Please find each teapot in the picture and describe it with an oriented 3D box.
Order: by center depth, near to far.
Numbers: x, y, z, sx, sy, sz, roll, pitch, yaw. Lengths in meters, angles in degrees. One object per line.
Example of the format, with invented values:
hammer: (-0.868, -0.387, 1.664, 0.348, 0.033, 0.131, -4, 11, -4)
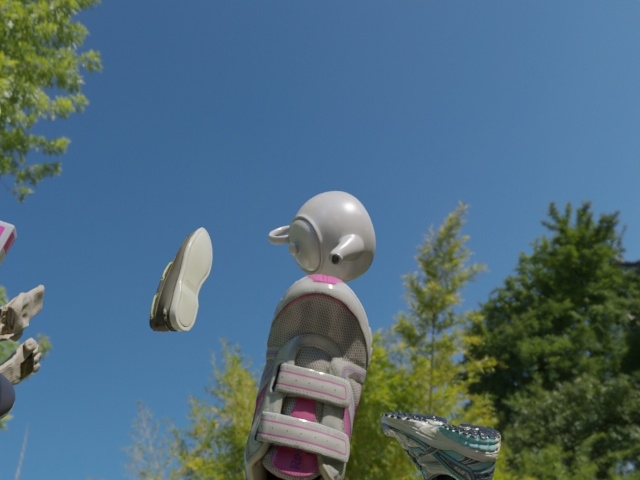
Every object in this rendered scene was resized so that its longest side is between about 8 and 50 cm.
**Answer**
teapot: (0.000, 0.000, 1.586, 0.187, 0.252, 0.256, -15, -26, -30)

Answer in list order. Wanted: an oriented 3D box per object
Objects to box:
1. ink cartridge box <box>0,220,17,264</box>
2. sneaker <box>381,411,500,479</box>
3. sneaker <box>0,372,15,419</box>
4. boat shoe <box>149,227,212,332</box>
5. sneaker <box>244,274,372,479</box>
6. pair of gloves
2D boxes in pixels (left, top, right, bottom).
ink cartridge box: (-0.757, 0.004, 1.160, 0.311, 0.185, 0.065, 19, -32, -10)
sneaker: (0.195, 0.380, 1.130, 0.110, 0.122, 0.283, 11, -9, -27)
sneaker: (-0.633, 0.236, 1.080, 0.127, 0.126, 0.321, -32, -31, 10)
boat shoe: (-0.343, 0.093, 1.557, 0.091, 0.305, 0.109, -11, -44, 21)
sneaker: (-0.010, 0.158, 0.561, 0.103, 0.111, 0.252, 7, -82, 2)
pair of gloves: (-0.715, 0.237, 1.503, 0.042, 0.204, 0.240, 11, -82, 1)
